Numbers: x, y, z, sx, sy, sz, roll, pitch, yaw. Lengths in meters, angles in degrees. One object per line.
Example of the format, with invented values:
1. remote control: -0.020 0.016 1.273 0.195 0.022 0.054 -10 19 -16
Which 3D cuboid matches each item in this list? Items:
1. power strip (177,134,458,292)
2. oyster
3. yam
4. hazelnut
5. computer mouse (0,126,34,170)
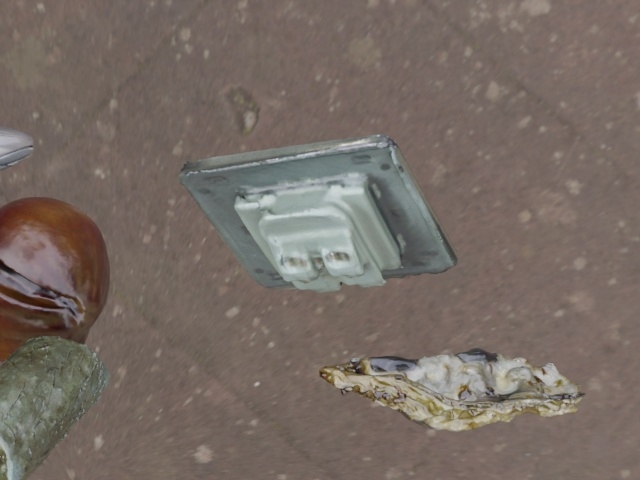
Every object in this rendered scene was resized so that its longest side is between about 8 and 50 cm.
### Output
1. power strip: 0.000 0.000 1.047 0.198 0.213 0.064 -9 54 20
2. oyster: 0.159 0.176 1.448 0.345 0.129 0.079 4 118 -20
3. yam: -0.299 0.174 1.215 0.107 0.107 0.183 37 37 -2
4. hazelnut: -0.320 0.055 1.385 0.178 0.178 0.204 23 102 -6
5. computer mouse: -0.328 -0.086 1.172 0.096 0.066 0.039 6 73 -35
